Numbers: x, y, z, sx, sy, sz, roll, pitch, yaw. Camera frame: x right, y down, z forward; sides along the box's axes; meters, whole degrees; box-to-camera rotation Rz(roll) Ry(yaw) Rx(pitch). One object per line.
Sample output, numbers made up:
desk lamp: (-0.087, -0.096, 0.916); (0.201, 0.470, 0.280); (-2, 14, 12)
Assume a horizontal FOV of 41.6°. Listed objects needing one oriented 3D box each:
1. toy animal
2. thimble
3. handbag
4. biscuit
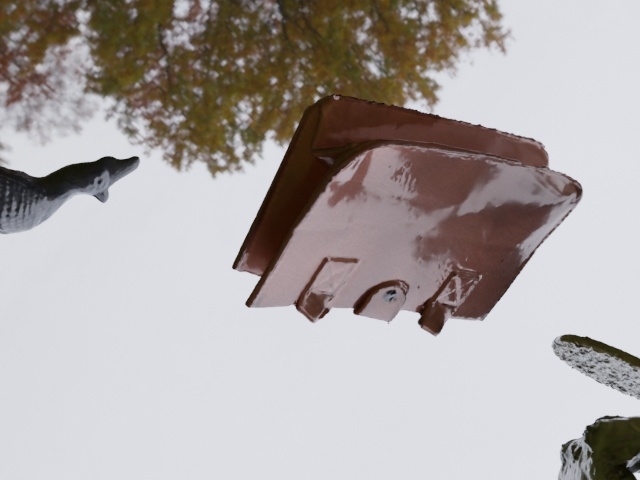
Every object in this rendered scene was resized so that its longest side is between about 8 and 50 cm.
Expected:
toy animal: (-0.413, -0.038, 0.993); (0.081, 0.367, 0.206); (57, -51, 35)
thimble: (0.268, 0.211, 0.646); (0.190, 0.143, 0.137); (34, -105, 12)
handbag: (0.062, -0.007, 0.576); (0.157, 0.212, 0.059); (-60, -140, 30)
biscuit: (0.327, 0.142, 0.936); (0.152, 0.152, 0.020); (13, -109, 48)
